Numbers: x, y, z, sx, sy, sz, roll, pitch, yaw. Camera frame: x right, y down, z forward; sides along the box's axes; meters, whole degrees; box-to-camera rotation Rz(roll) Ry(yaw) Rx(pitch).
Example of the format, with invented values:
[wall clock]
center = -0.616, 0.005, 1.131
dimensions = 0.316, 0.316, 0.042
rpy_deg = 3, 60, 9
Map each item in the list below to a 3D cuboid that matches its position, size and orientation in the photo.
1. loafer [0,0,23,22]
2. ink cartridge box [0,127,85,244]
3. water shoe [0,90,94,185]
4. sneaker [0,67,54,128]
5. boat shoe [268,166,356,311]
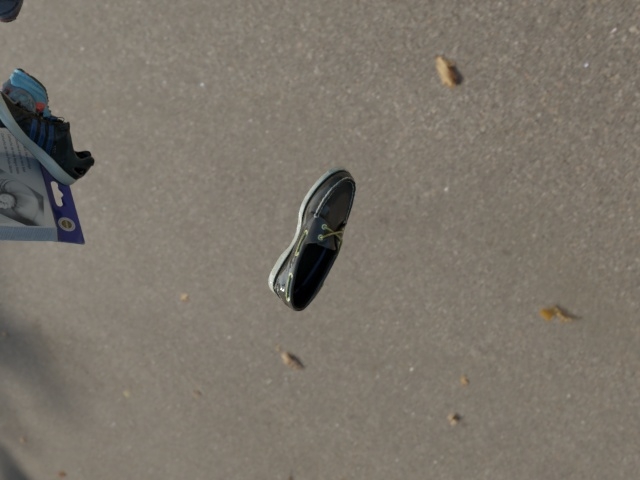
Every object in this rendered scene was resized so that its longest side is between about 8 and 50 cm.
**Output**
[loafer]
center = -0.701, -0.615, 1.861
dimensions = 0.095, 0.109, 0.303
rpy_deg = 100, 160, -75
[ink cartridge box]
center = -0.508, -0.095, 1.371
dimensions = 0.045, 0.224, 0.223
rpy_deg = -50, 52, 37
[water shoe]
center = -0.455, -0.182, 1.372
dimensions = 0.073, 0.080, 0.203
rpy_deg = 45, 172, 50
[sneaker]
center = -0.650, -0.256, 1.809
dimensions = 0.104, 0.125, 0.262
rpy_deg = 32, 155, 15
[boat shoe]
center = 0.000, 0.000, 1.262
dimensions = 0.068, 0.081, 0.228
rpy_deg = 45, 114, 48
